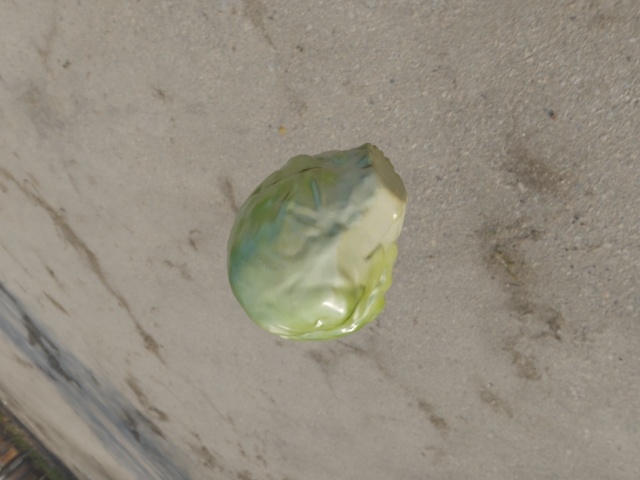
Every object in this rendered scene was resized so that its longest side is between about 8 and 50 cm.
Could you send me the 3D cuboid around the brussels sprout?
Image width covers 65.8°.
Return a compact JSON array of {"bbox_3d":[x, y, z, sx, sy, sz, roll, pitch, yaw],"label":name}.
[{"bbox_3d":[-0.007,0.011,0.724,0.243,0.273,0.317,37,146,-19],"label":"brussels sprout"}]
